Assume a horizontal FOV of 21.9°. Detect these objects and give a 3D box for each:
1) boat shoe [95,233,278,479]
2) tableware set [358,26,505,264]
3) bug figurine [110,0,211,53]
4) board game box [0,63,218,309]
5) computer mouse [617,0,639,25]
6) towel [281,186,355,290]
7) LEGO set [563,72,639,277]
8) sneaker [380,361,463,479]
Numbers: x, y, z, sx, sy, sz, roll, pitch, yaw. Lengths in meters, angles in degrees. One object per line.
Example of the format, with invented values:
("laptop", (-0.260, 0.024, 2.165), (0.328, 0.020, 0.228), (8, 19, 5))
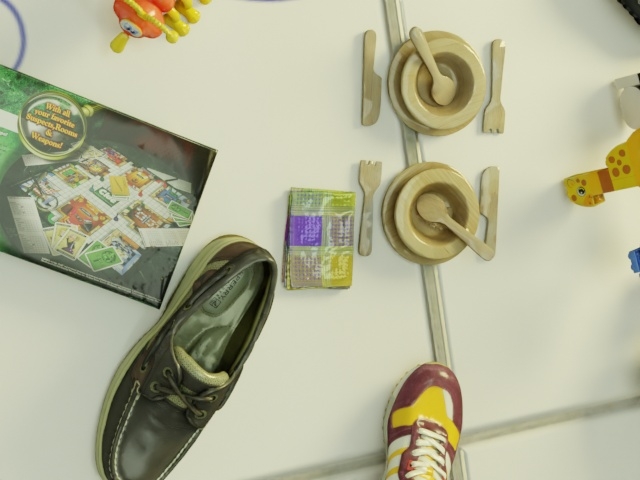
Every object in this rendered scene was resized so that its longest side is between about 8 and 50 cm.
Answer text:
("boat shoe", (-0.103, 0.097, 1.283), (0.080, 0.073, 0.223), (31, 83, -17))
("tableware set", (0.099, -0.076, 1.358), (0.128, 0.039, 0.194), (1, 93, -19))
("bug figurine", (-0.174, -0.283, 1.239), (0.279, 0.072, 0.216), (32, 83, -17))
("board game box", (-0.220, -0.053, 1.260), (0.259, 0.030, 0.136), (22, 88, -18))
("computer mouse", (0.329, -0.175, 1.436), (0.071, 0.041, 0.242), (-46, 112, -2))
("towel", (0.000, 0.000, 1.345), (0.060, 0.009, 0.083), (3, 92, -18))
("LEGO set", (0.267, -0.034, 1.402), (0.087, 0.093, 0.227), (-18, 95, -48))
("sneaker", (0.082, 0.192, 1.345), (0.069, 0.084, 0.185), (15, 89, -19))
